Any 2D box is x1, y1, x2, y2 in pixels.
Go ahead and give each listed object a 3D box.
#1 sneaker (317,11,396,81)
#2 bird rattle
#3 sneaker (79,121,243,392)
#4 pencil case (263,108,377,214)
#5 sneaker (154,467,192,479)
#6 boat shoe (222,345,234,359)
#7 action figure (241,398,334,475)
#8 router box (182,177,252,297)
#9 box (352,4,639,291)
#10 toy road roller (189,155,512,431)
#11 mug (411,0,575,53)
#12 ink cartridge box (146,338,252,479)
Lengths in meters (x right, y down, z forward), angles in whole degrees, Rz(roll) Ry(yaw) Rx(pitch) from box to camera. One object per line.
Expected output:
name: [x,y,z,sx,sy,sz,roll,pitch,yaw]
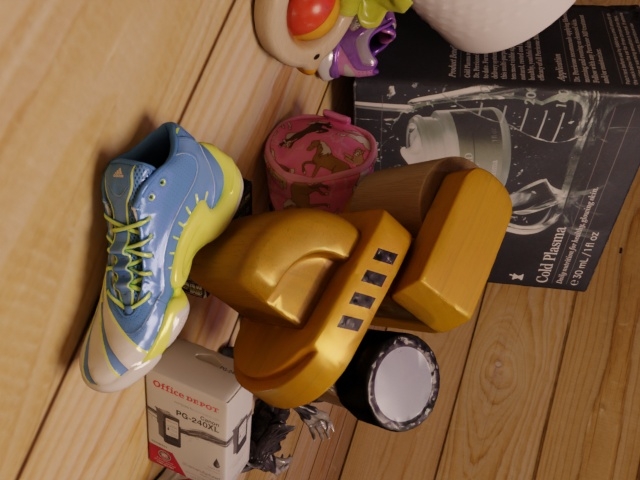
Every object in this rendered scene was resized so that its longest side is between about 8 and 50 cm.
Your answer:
sneaker: [0.073,-0.348,0.943,0.095,0.105,0.236,45,60,-72]
bird rattle: [0.004,-0.302,0.710,0.207,0.143,0.253,-59,163,5]
sneaker: [-0.160,0.002,0.523,0.126,0.091,0.240,52,53,-49]
pencil case: [0.000,0.000,0.931,0.386,0.160,0.167,90,-15,-44]
sneaker: [-0.130,0.344,0.752,0.295,0.178,0.123,-14,119,-74]
boat shoe: [-0.134,0.213,0.883,0.049,0.042,0.133,-111,-148,-71]
action figure: [-0.061,0.306,1.021,0.164,0.141,0.275,-36,-167,29]
router box: [-0.120,-0.007,0.706,0.122,0.038,0.092,-56,156,-49]
box: [0.314,-0.173,1.175,0.479,0.472,0.297,85,15,-47]
toy road roller: [0.021,0.019,0.645,0.241,0.202,0.329,40,68,-26]
mug: [0.217,-0.489,0.807,0.328,0.276,0.374,25,120,-42]
ink cartridge box: [-0.140,0.203,0.709,0.063,0.109,0.150,-47,149,-54]
